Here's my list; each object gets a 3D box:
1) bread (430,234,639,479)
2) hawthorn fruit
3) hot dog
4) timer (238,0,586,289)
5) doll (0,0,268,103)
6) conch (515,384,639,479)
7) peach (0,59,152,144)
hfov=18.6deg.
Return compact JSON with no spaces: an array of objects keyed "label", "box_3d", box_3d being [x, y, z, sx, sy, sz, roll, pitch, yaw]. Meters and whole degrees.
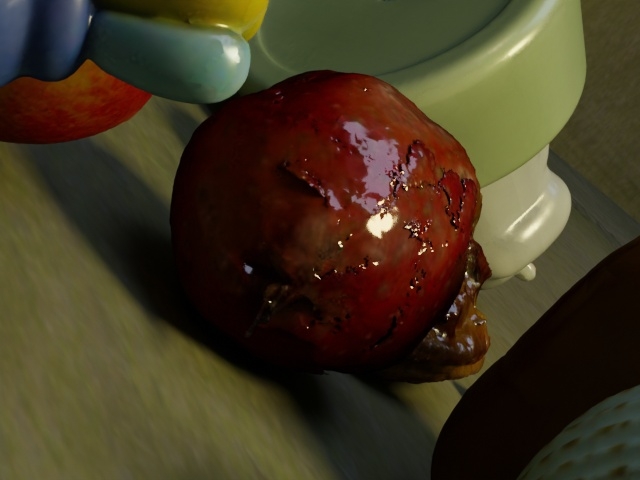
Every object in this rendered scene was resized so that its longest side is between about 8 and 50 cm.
[{"label":"bread","box_3d":[0.212,0.141,1.062,0.225,0.250,0.279,34,17,-51]},{"label":"hawthorn fruit","box_3d":[0.000,0.000,1.080,0.181,0.181,0.235,42,22,-5]},{"label":"hot dog","box_3d":[0.058,0.019,1.312,0.227,0.099,0.160,-23,105,-69]},{"label":"timer","box_3d":[0.108,-0.091,1.630,0.315,0.291,0.291,64,-4,-39]},{"label":"doll","box_3d":[-0.205,-0.187,0.818,0.365,0.376,0.187,65,9,8]},{"label":"conch","box_3d":[0.200,0.212,0.796,0.303,0.319,0.215,5,-28,26]},{"label":"peach","box_3d":[-0.157,-0.144,0.998,0.190,0.190,0.192,46,0,15]}]
